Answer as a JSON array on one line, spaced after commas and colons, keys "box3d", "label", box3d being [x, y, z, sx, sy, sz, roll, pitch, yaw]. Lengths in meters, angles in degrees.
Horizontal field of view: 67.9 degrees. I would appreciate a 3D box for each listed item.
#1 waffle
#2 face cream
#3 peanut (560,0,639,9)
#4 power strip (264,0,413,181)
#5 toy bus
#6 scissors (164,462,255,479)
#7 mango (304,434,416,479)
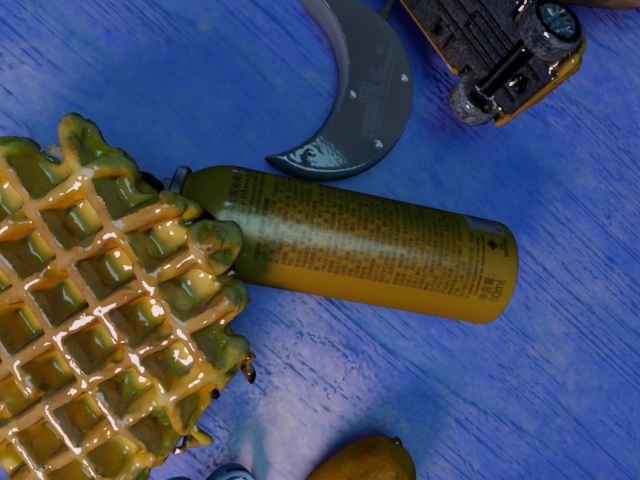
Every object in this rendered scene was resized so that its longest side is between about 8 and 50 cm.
[{"box3d": [-0.202, 0.075, 0.378, 0.328, 0.062, 0.330, 1, 102, 4], "label": "waffle"}, {"box3d": [0.000, 0.000, 0.443, 0.348, 0.105, 0.105, 11, 85, -10], "label": "face cream"}, {"box3d": [0.364, -0.356, 0.489, 0.386, 0.169, 0.192, -25, 100, -9], "label": "peanut"}, {"box3d": [0.029, -0.161, 0.487, 0.137, 0.044, 0.216, 15, 85, -9], "label": "power strip"}, {"box3d": [0.120, -0.276, 0.446, 0.123, 0.121, 0.336, -31, 83, -25], "label": "toy bus"}, {"box3d": [-0.133, 0.329, 0.426, 0.125, 0.030, 0.256, 11, 95, -47], "label": "scissors"}, {"box3d": [0.018, 0.265, 0.450, 0.098, 0.075, 0.190, 39, 88, 3], "label": "mango"}]
